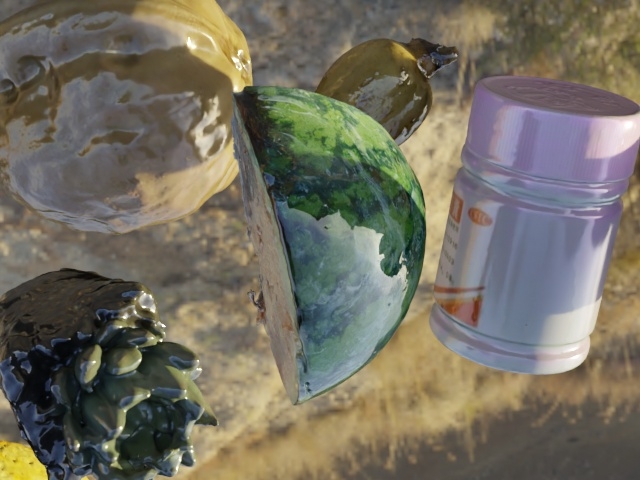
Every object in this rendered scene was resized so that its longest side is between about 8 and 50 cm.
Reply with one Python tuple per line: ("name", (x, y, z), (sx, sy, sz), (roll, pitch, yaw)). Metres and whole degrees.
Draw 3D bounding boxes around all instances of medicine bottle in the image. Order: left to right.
("medicine bottle", (0.252, -0.022, 1.383), (0.202, 0.316, 0.202), (8, -161, -3))

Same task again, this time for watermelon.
("watermelon", (0.000, 0.000, 1.083), (0.180, 0.224, 0.305), (13, 132, 22))

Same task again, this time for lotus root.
("lotus root", (0.066, -0.173, 1.404), (0.221, 0.118, 0.125), (-44, 138, 7))

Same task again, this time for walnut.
("walnut", (-0.270, -0.182, 1.538), (0.383, 0.384, 0.383), (-3, 157, -1))

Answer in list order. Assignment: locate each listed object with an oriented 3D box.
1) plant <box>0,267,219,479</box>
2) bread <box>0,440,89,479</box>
("plant", (-0.167, 0.098, 0.846), (0.129, 0.132, 0.194), (-32, -149, -22))
("bread", (-0.328, 0.268, 1.090), (0.160, 0.147, 0.260), (-46, 159, 21))
